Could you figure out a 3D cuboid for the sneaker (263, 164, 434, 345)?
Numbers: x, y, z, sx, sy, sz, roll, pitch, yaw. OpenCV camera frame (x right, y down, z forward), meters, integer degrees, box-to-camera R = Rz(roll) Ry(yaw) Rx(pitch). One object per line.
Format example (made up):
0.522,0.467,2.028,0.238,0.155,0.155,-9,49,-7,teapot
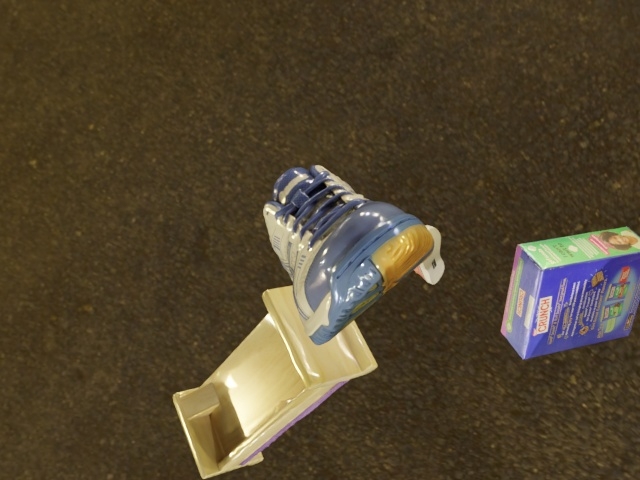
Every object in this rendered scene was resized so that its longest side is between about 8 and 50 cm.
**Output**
0.000,0.000,0.607,0.112,0.296,0.131,-37,88,-7,sneaker

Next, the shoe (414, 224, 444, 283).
0.183,0.017,1.446,0.081,0.178,0.063,29,71,29,shoe

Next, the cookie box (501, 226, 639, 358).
0.211,0.043,0.628,0.107,0.091,0.040,-9,33,-17,cookie box

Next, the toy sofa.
-0.062,0.211,1.144,0.362,0.177,0.150,-48,60,41,toy sofa
